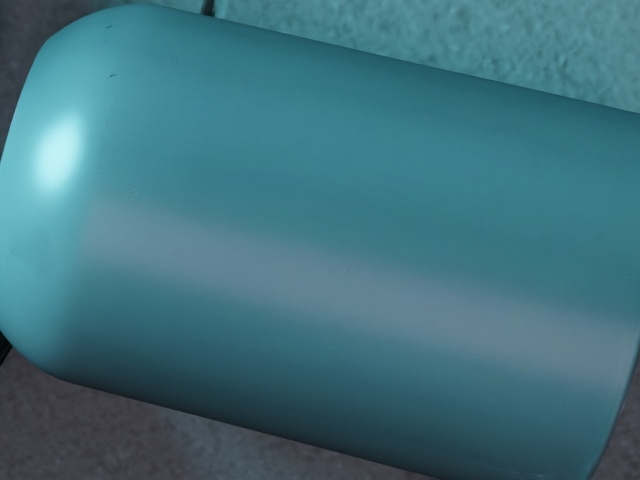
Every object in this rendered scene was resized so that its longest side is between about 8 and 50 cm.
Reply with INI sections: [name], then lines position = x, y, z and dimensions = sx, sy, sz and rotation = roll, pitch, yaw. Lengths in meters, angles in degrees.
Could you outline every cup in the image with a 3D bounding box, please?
[cup]
position = 0.000, 0.000, 0.846
dimensions = 0.312, 0.205, 0.205
rotation = 14, 109, -3

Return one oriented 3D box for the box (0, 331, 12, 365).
[box]
position = -0.299, 0.017, 0.853
dimensions = 0.166, 0.220, 0.290
rotation = -33, 106, 24
